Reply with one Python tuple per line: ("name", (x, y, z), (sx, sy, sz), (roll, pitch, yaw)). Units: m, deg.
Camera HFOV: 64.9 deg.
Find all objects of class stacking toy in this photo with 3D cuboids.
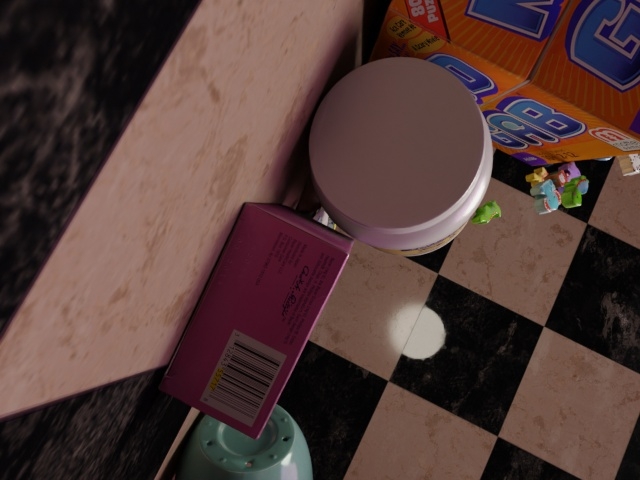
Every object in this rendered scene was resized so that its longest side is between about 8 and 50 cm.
("stacking toy", (0.360, -0.077, 0.768), (0.221, 0.052, 0.167), (-29, -174, -33))

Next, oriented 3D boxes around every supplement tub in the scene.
("supplement tub", (0.119, -0.102, 0.738), (0.241, 0.241, 0.331), (-64, 167, 2))

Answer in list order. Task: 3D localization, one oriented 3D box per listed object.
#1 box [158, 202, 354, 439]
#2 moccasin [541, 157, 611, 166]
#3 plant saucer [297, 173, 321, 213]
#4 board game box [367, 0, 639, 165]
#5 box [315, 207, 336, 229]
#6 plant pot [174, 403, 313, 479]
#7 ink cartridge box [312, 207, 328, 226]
("box", (-0.058, 0.075, 0.613), (0.214, 0.117, 0.243), (-64, 178, 5))
("moccasin", (0.495, -0.210, 0.873), (0.138, 0.116, 0.342), (-65, -177, -19))
("plant saucer", (0.016, -0.131, 0.949), (0.199, 0.036, 0.198), (-62, 178, -4))
("board game box", (0.309, -0.351, 0.722), (0.356, 0.356, 0.357), (-92, -153, -85))
("box", (0.000, 0.000, 1.304), (0.054, 0.059, 0.169), (-57, 162, -86))
("plant pot", (-0.148, 0.457, 0.987), (0.293, 0.293, 0.235), (-59, 157, -62))
("ink cartridge box", (-0.034, 0.050, 0.907), (0.181, 0.056, 0.225), (-55, 151, -69))
